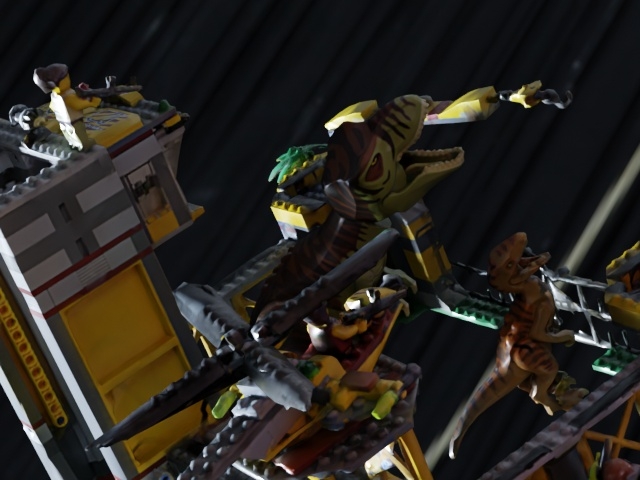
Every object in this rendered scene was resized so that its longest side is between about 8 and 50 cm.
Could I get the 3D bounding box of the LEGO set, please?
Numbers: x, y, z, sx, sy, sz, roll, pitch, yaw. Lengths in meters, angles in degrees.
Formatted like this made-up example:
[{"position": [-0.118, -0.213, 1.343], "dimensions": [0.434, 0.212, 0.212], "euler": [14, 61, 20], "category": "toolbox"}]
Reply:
[{"position": [0.000, 0.000, 0.640], "dimensions": [0.331, 0.255, 0.192], "euler": [29, 145, 60], "category": "LEGO set"}]
